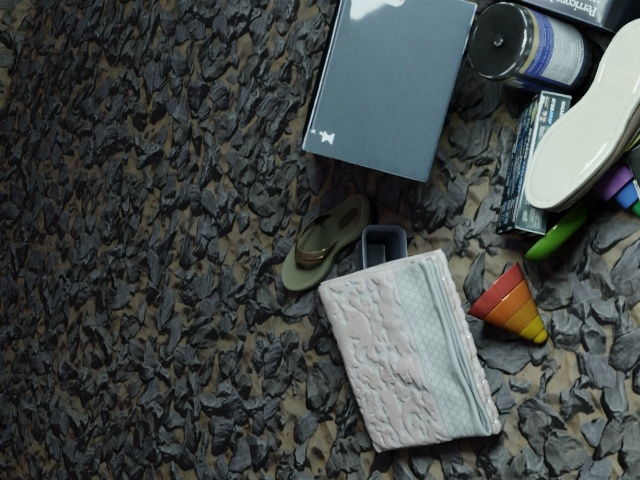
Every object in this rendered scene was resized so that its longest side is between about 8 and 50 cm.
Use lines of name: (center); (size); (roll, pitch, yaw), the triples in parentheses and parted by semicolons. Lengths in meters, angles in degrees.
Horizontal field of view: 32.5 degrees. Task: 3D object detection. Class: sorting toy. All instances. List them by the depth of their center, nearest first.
sorting toy: (0.392, 0.039, 1.733); (0.126, 0.127, 0.365); (47, 121, 10)

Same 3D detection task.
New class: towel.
towel: (0.145, 0.202, 1.918); (0.317, 0.053, 0.331); (-20, 88, 51)

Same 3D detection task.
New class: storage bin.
storage bin: (0.116, 0.047, 2.052); (0.091, 0.098, 0.135); (136, 133, -72)

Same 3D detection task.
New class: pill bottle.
pill bottle: (0.346, -0.291, 1.722); (0.123, 0.219, 0.122); (-11, 76, 48)

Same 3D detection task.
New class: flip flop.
flip flop: (0.000, 0.000, 2.195); (0.277, 0.080, 0.112); (-42, 54, 37)

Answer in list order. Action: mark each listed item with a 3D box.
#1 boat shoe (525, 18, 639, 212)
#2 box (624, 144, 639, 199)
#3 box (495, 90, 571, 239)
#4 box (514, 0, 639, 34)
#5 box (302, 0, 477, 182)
boat shoe: (0.424, -0.171, 1.630); (0.117, 0.097, 0.324); (31, 88, 43)
box: (0.595, -0.080, 1.490); (0.322, 0.079, 0.257); (-36, 52, 40)
box: (0.336, -0.115, 1.752); (0.175, 0.051, 0.220); (113, 168, -86)
box: (0.381, -0.497, 1.684); (0.296, 0.183, 0.294); (26, 106, 28)
box: (0.103, -0.282, 1.875); (0.395, 0.212, 0.293); (-90, 15, -80)
